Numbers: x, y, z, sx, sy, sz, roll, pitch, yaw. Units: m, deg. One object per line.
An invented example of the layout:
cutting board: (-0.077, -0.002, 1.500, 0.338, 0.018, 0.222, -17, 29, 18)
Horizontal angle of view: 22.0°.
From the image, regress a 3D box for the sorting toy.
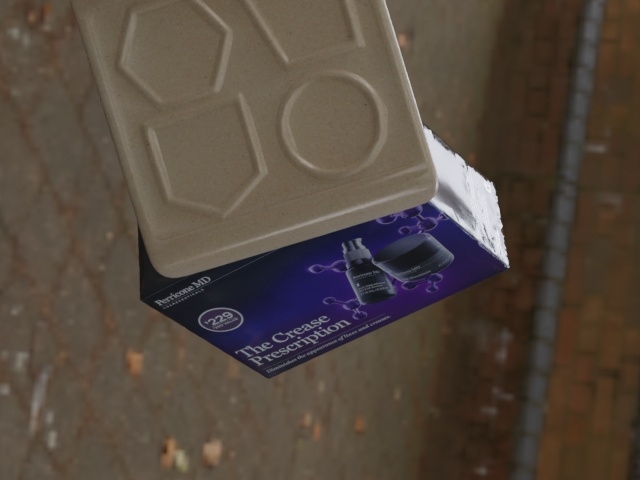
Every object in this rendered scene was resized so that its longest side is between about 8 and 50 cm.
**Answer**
sorting toy: (-0.043, -0.098, 1.054, 0.038, 0.193, 0.208, -57, 130, -82)

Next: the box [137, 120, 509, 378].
box: (0.000, 0.000, 1.414, 0.184, 0.261, 0.103, 38, 36, -41)
